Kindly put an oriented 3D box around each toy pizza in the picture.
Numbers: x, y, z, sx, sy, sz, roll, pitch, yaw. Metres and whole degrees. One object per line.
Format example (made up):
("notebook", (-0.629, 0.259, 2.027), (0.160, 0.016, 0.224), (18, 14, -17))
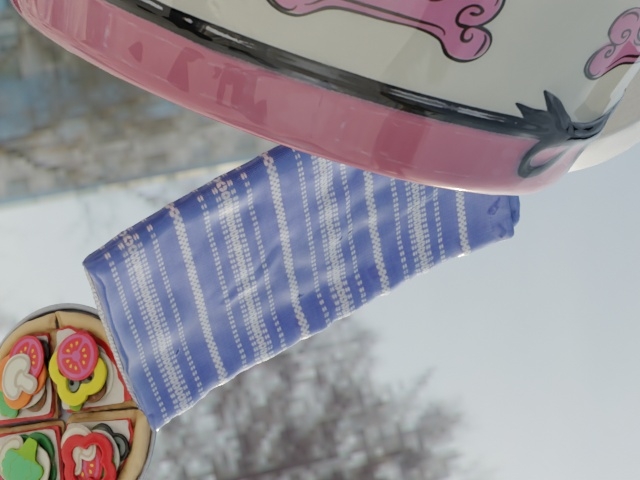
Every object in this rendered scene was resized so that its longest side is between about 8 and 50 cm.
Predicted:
("toy pizza", (-0.228, 0.155, 1.715), (0.201, 0.032, 0.201), (-2, -94, 32))

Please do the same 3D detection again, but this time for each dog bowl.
("dog bowl", (0.002, -0.157, 1.120), (0.408, 0.408, 0.150), (44, -61, 57))

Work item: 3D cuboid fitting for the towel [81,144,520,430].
("towel", (0.000, 0.000, 1.412), (0.040, 0.336, 0.243), (54, -14, 29))

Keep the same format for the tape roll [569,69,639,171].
("tape roll", (0.199, -0.248, 1.956), (0.072, 0.392, 0.392), (92, -20, -67))
